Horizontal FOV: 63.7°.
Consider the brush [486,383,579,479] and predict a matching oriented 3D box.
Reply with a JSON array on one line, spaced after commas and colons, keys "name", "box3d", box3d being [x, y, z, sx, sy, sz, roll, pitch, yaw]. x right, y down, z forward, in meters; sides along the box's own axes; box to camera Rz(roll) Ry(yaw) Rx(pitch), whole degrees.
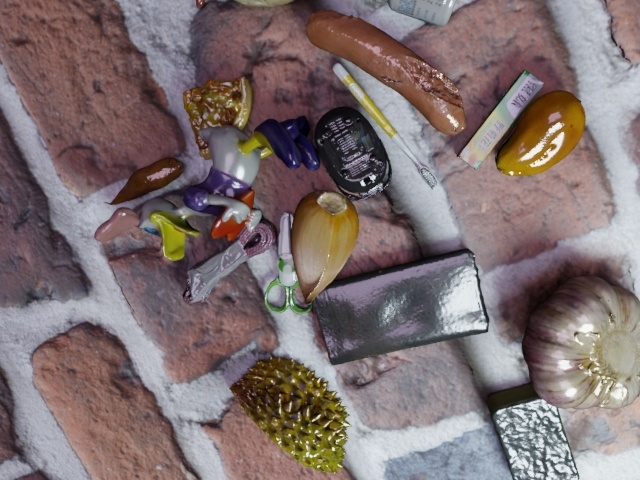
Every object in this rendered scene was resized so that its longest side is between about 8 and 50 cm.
[{"name": "brush", "box3d": [0.405, 0.379, 0.983, 0.123, 0.059, 0.197, -19, 98, 15]}]

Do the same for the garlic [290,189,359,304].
[{"name": "garlic", "box3d": [0.009, 0.001, 0.951, 0.115, 0.128, 0.207, -3, 113, -34]}]

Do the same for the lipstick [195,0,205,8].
[{"name": "lipstick", "box3d": [-0.210, -0.484, 0.925, 0.030, 0.030, 0.130, 11, 104, 7]}]

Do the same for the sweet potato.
[{"name": "sweet potato", "box3d": [-0.351, -0.114, 1.017, 0.194, 0.056, 0.057, -23, 97, 18]}]

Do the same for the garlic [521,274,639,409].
[{"name": "garlic", "box3d": [0.446, 0.178, 0.888, 0.244, 0.160, 0.245, -1, 93, -23]}]

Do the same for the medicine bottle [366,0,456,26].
[{"name": "medicine bottle", "box3d": [0.144, -0.423, 0.838, 0.167, 0.105, 0.105, 21, 104, 4]}]

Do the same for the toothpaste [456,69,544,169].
[{"name": "toothpaste", "box3d": [0.307, -0.206, 0.890, 0.043, 0.037, 0.179, 37, 105, 2]}]

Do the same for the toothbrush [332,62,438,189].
[{"name": "toothbrush", "box3d": [0.118, -0.206, 0.929, 0.021, 0.024, 0.288, -40, 93, 16]}]

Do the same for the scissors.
[{"name": "scissors", "box3d": [-0.061, 0.046, 1.012, 0.100, 0.027, 0.205, 2, 103, 5]}]

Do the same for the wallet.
[{"name": "wallet", "box3d": [0.149, 0.129, 0.986, 0.320, 0.044, 0.171, -15, 100, 9]}]

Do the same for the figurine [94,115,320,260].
[{"name": "figurine", "box3d": [-0.200, -0.093, 0.923, 0.420, 0.154, 0.193, -39, 81, 12]}]

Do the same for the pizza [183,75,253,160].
[{"name": "pizza", "box3d": [-0.204, -0.238, 0.967, 0.134, 0.046, 0.175, 25, 105, 4]}]

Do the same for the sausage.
[{"name": "sausage", "box3d": [0.121, -0.295, 0.881, 0.326, 0.079, 0.087, 35, 135, 3]}]

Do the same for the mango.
[{"name": "mango", "box3d": [0.370, -0.175, 0.866, 0.105, 0.084, 0.159, 32, 126, -14]}]

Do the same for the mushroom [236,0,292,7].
[{"name": "mushroom", "box3d": [-0.097, -0.501, 0.803, 0.243, 0.243, 0.244, 2, 102, 9]}]

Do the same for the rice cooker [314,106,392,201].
[{"name": "rice cooker", "box3d": [0.056, -0.154, 0.910, 0.112, 0.106, 0.165, -30, 81, 7]}]

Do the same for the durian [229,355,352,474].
[{"name": "durian", "box3d": [-0.049, 0.351, 1.014, 0.260, 0.187, 0.154, 27, 112, -10]}]

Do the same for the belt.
[{"name": "belt", "box3d": [-0.184, 0.039, 1.019, 0.232, 0.053, 0.071, -38, 91, 12]}]
